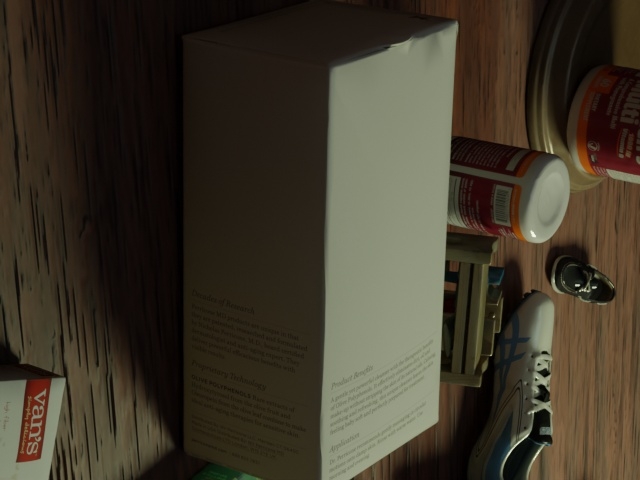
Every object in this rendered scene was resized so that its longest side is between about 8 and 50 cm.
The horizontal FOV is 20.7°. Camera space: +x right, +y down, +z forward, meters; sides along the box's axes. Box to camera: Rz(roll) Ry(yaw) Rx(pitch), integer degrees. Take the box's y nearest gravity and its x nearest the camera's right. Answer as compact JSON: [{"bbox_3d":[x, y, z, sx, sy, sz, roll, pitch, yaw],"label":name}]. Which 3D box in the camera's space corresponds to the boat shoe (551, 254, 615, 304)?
[{"bbox_3d":[0.303,0.048,2.019,0.125,0.038,0.046,30,77,-56],"label":"boat shoe"}]

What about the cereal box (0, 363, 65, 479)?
[{"bbox_3d":[-0.281,0.175,1.199,0.240,0.047,0.173,1,101,-56],"label":"cereal box"}]

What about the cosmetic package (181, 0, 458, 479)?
[{"bbox_3d":[0.000,0.000,1.451,0.197,0.155,0.365,-23,119,-51],"label":"cosmetic package"}]

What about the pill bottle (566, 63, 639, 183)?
[{"bbox_3d":[0.381,-0.110,1.837,0.121,0.221,0.121,-25,122,-49],"label":"pill bottle"}]

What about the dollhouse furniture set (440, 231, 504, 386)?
[{"bbox_3d":[0.105,0.045,1.678,0.184,0.129,0.129,-50,145,-72],"label":"dollhouse furniture set"}]

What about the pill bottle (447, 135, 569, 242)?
[{"bbox_3d":[0.151,-0.052,1.654,0.086,0.152,0.086,-26,123,-49],"label":"pill bottle"}]

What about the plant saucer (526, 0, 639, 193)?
[{"bbox_3d":[0.313,-0.185,1.947,0.278,0.041,0.278,-27,125,-48],"label":"plant saucer"}]

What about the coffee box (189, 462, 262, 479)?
[{"bbox_3d":[-0.103,0.264,1.501,0.184,0.040,0.113,-37,131,-44],"label":"coffee box"}]

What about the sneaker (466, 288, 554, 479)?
[{"bbox_3d":[0.225,0.173,1.910,0.085,0.086,0.237,12,91,-55],"label":"sneaker"}]
